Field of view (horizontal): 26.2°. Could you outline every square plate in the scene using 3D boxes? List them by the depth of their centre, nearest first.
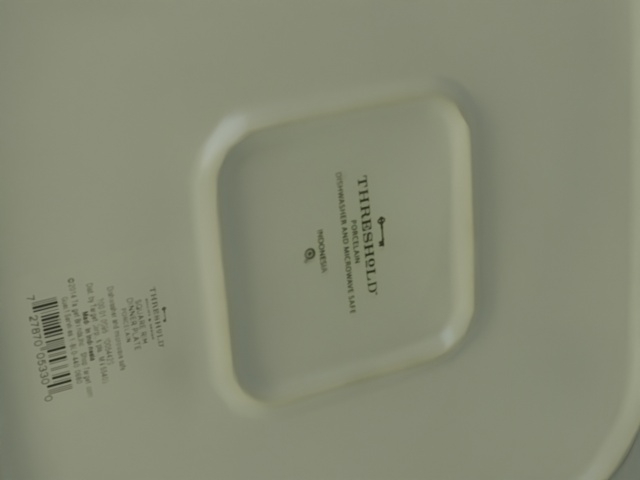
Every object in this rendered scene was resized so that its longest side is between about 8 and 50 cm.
[{"bbox_3d":[0.000,0.000,0.477,0.344,0.049,0.347,-14,111,-26],"label":"square plate"}]
